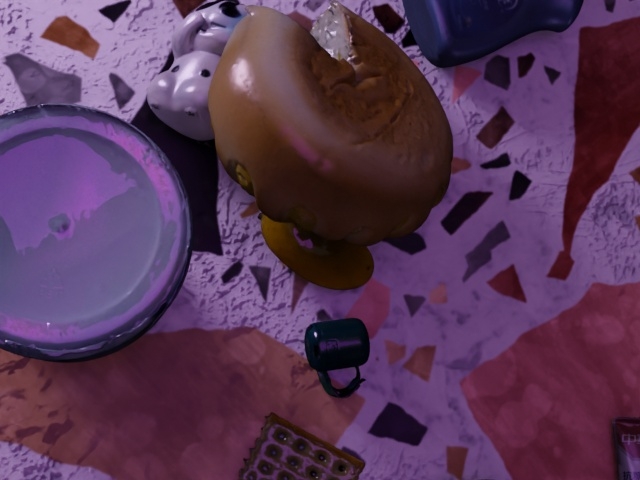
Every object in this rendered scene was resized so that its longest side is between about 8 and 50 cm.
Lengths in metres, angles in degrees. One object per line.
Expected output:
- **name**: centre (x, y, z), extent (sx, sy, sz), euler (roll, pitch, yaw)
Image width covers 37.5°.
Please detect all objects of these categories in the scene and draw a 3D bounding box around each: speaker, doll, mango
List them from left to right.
- **doll**: centre (-0.133, -0.212, 1.145), extent (0.110, 0.107, 0.180), euler (17, 82, 28)
- **mango**: centre (0.000, 0.000, 1.157), extent (0.161, 0.076, 0.103), euler (41, 69, -11)
- **speaker**: centre (0.021, 0.142, 1.154), extent (0.075, 0.060, 0.094), euler (-6, 118, -12)

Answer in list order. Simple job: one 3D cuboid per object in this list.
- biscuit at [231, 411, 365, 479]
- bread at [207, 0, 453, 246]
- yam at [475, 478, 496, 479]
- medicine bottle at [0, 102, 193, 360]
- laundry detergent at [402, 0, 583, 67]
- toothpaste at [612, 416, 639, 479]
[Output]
- **biscuit**: centre (-0.056, 0.338, 1.118), extent (0.139, 0.016, 0.231), euler (28, 78, 0)
- **bread**: centre (0.012, -0.125, 1.085), extent (0.333, 0.160, 0.333), euler (25, 43, -26)
- **yam**: centre (0.212, 0.387, 1.104), extent (0.107, 0.107, 0.194), euler (-24, 105, -13)
- **medicine bottle**: centre (-0.261, 0.011, 0.994), extent (0.245, 0.290, 0.245), euler (2, 80, -10)
- **laundry detergent**: centre (0.258, -0.331, 1.245), extent (0.290, 0.094, 0.143), euler (-20, 82, -13)
- **toothpaste**: centre (0.405, 0.345, 1.201), extent (0.062, 0.039, 0.239), euler (2, 79, -4)
